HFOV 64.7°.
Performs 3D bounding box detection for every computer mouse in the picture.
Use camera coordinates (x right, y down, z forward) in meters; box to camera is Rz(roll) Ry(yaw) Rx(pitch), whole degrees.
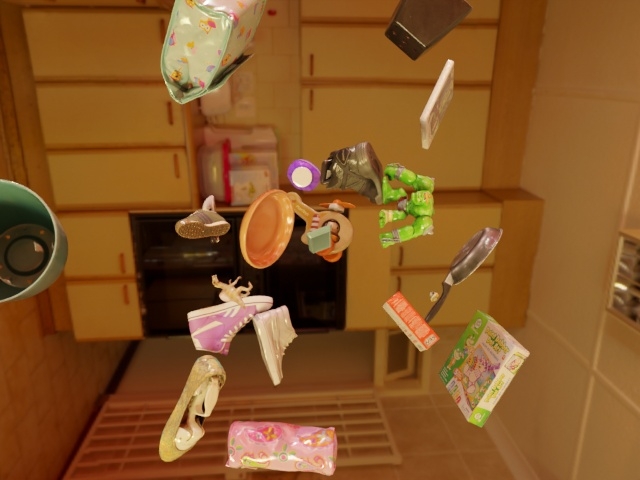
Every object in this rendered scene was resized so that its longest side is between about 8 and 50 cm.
[{"bbox_3d":[-0.377,-0.080,1.731,0.193,0.042,0.106,95,-11,-51],"label":"computer mouse"}]

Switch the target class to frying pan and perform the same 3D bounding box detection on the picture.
[{"bbox_3d":[0.382,0.083,1.407,0.326,0.053,0.197,-51,177,24],"label":"frying pan"}]

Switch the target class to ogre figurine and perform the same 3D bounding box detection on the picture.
[{"bbox_3d":[0.195,-0.082,1.131,0.097,0.118,0.197,76,20,-48],"label":"ogre figurine"}]

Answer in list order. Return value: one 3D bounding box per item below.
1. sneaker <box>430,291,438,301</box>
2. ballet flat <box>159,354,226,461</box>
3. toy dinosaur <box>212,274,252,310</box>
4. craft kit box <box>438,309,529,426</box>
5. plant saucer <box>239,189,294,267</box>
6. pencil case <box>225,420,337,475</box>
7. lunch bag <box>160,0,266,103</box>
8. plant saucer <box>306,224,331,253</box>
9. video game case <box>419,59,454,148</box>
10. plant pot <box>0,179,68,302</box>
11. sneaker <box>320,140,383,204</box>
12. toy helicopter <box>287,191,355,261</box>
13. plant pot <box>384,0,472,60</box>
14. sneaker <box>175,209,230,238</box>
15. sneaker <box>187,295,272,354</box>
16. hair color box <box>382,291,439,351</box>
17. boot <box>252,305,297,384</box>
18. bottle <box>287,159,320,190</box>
[{"bbox_3d":[0.483,0.235,2.171,0.083,0.031,0.037,86,-12,-66],"label":"sneaker"},{"bbox_3d":[-0.376,0.518,1.504,0.123,0.123,0.349,-164,-84,-85],"label":"ballet flat"},{"bbox_3d":[-0.249,0.159,1.495,0.183,0.092,0.053,35,-45,35],"label":"toy dinosaur"},{"bbox_3d":[0.458,0.358,1.453,0.247,0.061,0.250,-60,-167,9],"label":"craft kit box"},{"bbox_3d":[-0.135,-0.031,1.246,0.200,0.037,0.200,-38,138,-45],"label":"plant saucer"},{"bbox_3d":[-0.099,0.530,1.291,0.124,0.284,0.124,3,90,-88],"label":"pencil case"},{"bbox_3d":[-0.244,-0.453,1.151,0.262,0.160,0.223,-58,-174,44],"label":"lunch bag"},{"bbox_3d":[0.000,0.000,1.355,0.192,0.067,0.018,84,-15,-75],"label":"plant saucer"},{"bbox_3d":[0.330,-0.377,1.422,0.190,0.022,0.173,-64,161,-9],"label":"video game case"},{"bbox_3d":[-0.777,0.019,1.261,0.235,0.292,0.293,137,-48,-76],"label":"plant pot"},{"bbox_3d":[0.078,-0.148,1.181,0.227,0.130,0.087,41,46,-62],"label":"sneaker"},{"bbox_3d":[-0.011,-0.096,2.015,0.235,0.355,0.140,-53,154,1],"label":"toy helicopter"},{"bbox_3d":[0.301,-0.653,1.504,0.167,0.188,0.187,-52,-173,-1],"label":"plant pot"},{"bbox_3d":[-0.381,-0.057,1.578,0.086,0.192,0.064,46,-60,30],"label":"sneaker"},{"bbox_3d":[-0.275,0.277,1.617,0.102,0.282,0.161,52,22,-72],"label":"sneaker"},{"bbox_3d":[0.210,0.191,1.189,0.141,0.043,0.072,50,-11,11],"label":"hair color box"},{"bbox_3d":[-0.127,0.334,1.611,0.095,0.123,0.258,-141,-143,-59],"label":"boot"},{"bbox_3d":[-0.058,-0.230,1.787,0.092,0.118,0.283,-56,-175,9],"label":"bottle"}]
